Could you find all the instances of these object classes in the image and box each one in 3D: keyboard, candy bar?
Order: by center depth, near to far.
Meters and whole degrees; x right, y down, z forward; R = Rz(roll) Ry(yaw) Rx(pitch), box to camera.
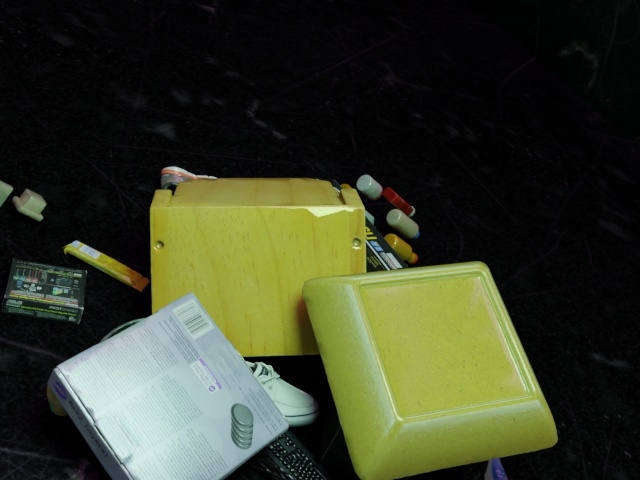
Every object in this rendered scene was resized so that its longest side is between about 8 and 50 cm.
[{"bbox_3d":[-0.031,0.345,1.247,0.192,0.038,0.100,41,38,23],"label":"keyboard"},{"bbox_3d":[-0.375,0.042,1.452,0.161,0.018,0.040,27,31,4],"label":"candy bar"}]

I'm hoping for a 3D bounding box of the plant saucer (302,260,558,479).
[{"bbox_3d":[0.173,0.165,1.245,0.333,0.081,0.332,-5,57,-21],"label":"plant saucer"}]

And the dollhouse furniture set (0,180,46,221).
[{"bbox_3d":[-0.713,-0.132,1.463,0.355,0.174,0.303,33,8,-44],"label":"dollhouse furniture set"}]

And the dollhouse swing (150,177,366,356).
[{"bbox_3d":[-0.113,0.032,1.481,0.347,0.315,0.305,-1,-1,-6],"label":"dollhouse swing"}]

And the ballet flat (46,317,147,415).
[{"bbox_3d":[-0.312,0.186,1.248,0.080,0.073,0.232,42,43,21],"label":"ballet flat"}]

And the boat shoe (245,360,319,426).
[{"bbox_3d":[-0.103,0.230,1.306,0.226,0.075,0.083,15,23,-13],"label":"boat shoe"}]

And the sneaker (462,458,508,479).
[{"bbox_3d":[0.281,0.400,1.357,0.073,0.063,0.162,32,36,-21],"label":"sneaker"}]

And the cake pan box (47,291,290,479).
[{"bbox_3d":[-0.213,0.229,1.175,0.246,0.070,0.267,-31,80,-42],"label":"cake pan box"}]

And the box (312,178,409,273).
[{"bbox_3d":[0.000,0.000,1.671,0.257,0.079,0.322,-3,43,-41],"label":"box"}]

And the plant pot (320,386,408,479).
[{"bbox_3d":[0.100,0.279,1.296,0.187,0.188,0.167,26,44,2],"label":"plant pot"}]

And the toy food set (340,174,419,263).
[{"bbox_3d":[0.140,-0.053,1.822,0.104,0.111,0.232,34,8,-47],"label":"toy food set"}]

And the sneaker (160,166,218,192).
[{"bbox_3d":[-0.253,-0.097,1.692,0.158,0.061,0.064,14,63,-13],"label":"sneaker"}]

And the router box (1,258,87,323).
[{"bbox_3d":[-0.443,0.082,1.341,0.122,0.038,0.092,11,37,-18],"label":"router box"}]
